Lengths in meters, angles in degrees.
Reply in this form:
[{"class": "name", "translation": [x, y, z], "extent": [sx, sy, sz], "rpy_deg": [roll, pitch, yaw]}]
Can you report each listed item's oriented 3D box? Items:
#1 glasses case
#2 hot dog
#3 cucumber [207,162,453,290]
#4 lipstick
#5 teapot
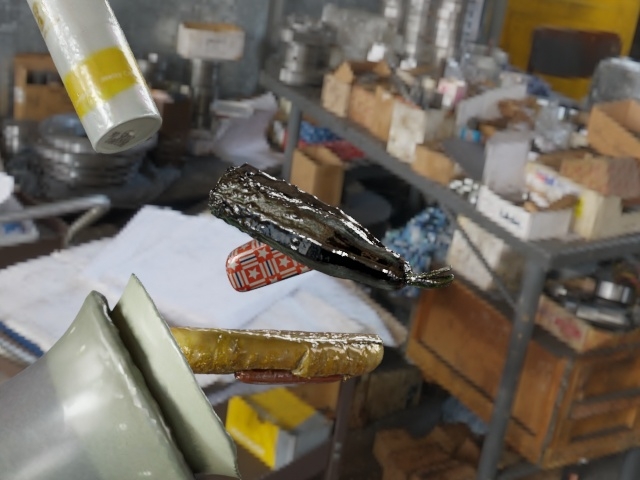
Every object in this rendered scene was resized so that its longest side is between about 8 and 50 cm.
[{"class": "glasses case", "translation": [-0.047, 0.016, 1.665], "extent": [0.194, 0.073, 0.049], "rpy_deg": [-18, 19, 3]}, {"class": "hot dog", "translation": [-0.035, 0.097, 0.941], "extent": [0.216, 0.047, 0.066], "rpy_deg": [6, -8, -38]}, {"class": "cucumber", "translation": [0.000, 0.000, 0.618], "extent": [0.043, 0.039, 0.163], "rpy_deg": [-37, 45, -25]}, {"class": "lipstick", "translation": [-0.199, -0.193, 0.870], "extent": [0.059, 0.059, 0.264], "rpy_deg": [-15, 72, -41]}, {"class": "teapot", "translation": [-0.168, 0.115, 0.485], "extent": [0.251, 0.183, 0.183], "rpy_deg": [-28, 34, -11]}]
